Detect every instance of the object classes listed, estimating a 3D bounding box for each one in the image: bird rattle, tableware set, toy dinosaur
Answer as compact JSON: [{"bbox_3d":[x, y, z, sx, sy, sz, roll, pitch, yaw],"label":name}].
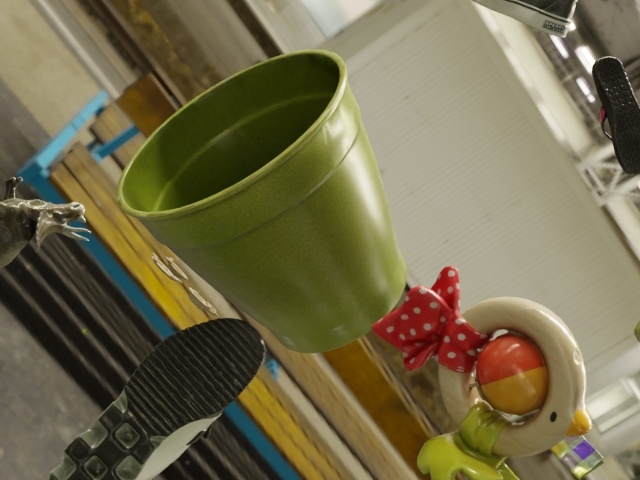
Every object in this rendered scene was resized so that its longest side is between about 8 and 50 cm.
[{"bbox_3d":[0.182,0.141,0.927,0.143,0.207,0.253,16,59,-45],"label":"bird rattle"},{"bbox_3d":[-0.245,0.082,1.610,0.168,0.020,0.141,46,-2,2],"label":"tableware set"},{"bbox_3d":[-0.585,-0.016,1.572,0.160,0.313,0.121,65,12,8],"label":"toy dinosaur"}]

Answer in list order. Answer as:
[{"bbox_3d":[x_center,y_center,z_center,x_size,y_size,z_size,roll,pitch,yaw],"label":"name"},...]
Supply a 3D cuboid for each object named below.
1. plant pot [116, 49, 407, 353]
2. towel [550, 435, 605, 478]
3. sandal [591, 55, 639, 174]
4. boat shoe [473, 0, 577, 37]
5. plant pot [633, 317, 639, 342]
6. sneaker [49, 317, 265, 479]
[{"bbox_3d":[-0.049,-0.030,1.303,0.353,0.366,0.366,58,8,-31],"label":"plant pot"},{"bbox_3d":[0.419,0.347,1.443,0.083,0.060,0.009,51,-16,35],"label":"towel"},{"bbox_3d":[0.432,-0.178,1.266,0.040,0.067,0.179,138,-59,-66],"label":"sandal"},{"bbox_3d":[0.357,-0.454,1.573,0.113,0.105,0.306,12,21,-21],"label":"boat shoe"},{"bbox_3d":[0.599,0.082,1.261,0.276,0.254,0.276,35,-2,2],"label":"plant pot"},{"bbox_3d":[-0.207,0.229,1.176,0.122,0.330,0.146,49,-3,13],"label":"sneaker"}]
